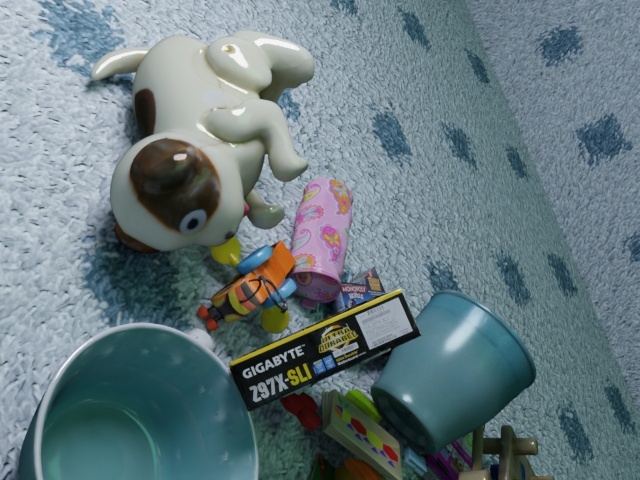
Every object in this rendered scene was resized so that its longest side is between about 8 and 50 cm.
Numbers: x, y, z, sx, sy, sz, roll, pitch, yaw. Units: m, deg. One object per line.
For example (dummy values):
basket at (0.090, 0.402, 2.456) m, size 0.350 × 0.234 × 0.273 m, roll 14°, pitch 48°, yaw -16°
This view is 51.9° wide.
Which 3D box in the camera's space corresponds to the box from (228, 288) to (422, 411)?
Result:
box at (0.005, 0.164, 1.029) m, size 0.322 × 0.257 × 0.079 m, roll 90°, pitch -25°, yaw -83°

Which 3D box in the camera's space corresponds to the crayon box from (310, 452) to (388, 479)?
crayon box at (0.098, 0.538, 1.158) m, size 0.318 × 0.081 × 0.202 m, roll 45°, pitch 38°, yaw -21°

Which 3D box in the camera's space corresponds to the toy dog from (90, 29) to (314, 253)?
toy dog at (-0.206, -0.164, 1.098) m, size 0.395 × 0.284 × 0.408 m, roll 27°, pitch 46°, yaw -22°

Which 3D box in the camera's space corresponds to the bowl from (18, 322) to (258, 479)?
bowl at (-0.247, 0.276, 0.831) m, size 0.311 × 0.163 × 0.311 m, roll 31°, pitch 44°, yaw -37°

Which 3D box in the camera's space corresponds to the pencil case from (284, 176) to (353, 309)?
pencil case at (0.000, 0.000, 1.382) m, size 0.124 × 0.124 × 0.284 m, roll 38°, pitch 42°, yaw -30°

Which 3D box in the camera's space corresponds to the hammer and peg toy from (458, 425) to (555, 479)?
hammer and peg toy at (0.417, 0.541, 1.428) m, size 0.361 × 0.127 × 0.266 m, roll 59°, pitch 35°, yaw -36°

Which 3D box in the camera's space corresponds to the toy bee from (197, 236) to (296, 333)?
toy bee at (-0.137, 0.078, 1.148) m, size 0.195 × 0.162 × 0.298 m, roll 60°, pitch 9°, yaw 12°

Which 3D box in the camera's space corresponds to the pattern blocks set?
pattern blocks set at (0.072, 0.356, 1.206) m, size 0.325 × 0.026 × 0.285 m, roll 42°, pitch 13°, yaw 3°

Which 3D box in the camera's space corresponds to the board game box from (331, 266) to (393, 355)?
board game box at (0.092, 0.151, 1.438) m, size 0.194 × 0.060 × 0.194 m, roll 12°, pitch 57°, yaw -48°

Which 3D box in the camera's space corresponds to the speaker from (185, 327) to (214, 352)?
speaker at (-0.226, 0.187, 1.014) m, size 0.055 × 0.055 × 0.136 m, roll 59°, pitch 34°, yaw -3°

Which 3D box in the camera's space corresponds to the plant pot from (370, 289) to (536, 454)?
plant pot at (0.252, 0.286, 1.349) m, size 0.255 × 0.272 × 0.271 m, roll -41°, pitch 102°, yaw -22°

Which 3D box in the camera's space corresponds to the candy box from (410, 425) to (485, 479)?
candy box at (0.286, 0.443, 1.470) m, size 0.159 × 0.071 × 0.233 m, roll 52°, pitch 37°, yaw -15°
